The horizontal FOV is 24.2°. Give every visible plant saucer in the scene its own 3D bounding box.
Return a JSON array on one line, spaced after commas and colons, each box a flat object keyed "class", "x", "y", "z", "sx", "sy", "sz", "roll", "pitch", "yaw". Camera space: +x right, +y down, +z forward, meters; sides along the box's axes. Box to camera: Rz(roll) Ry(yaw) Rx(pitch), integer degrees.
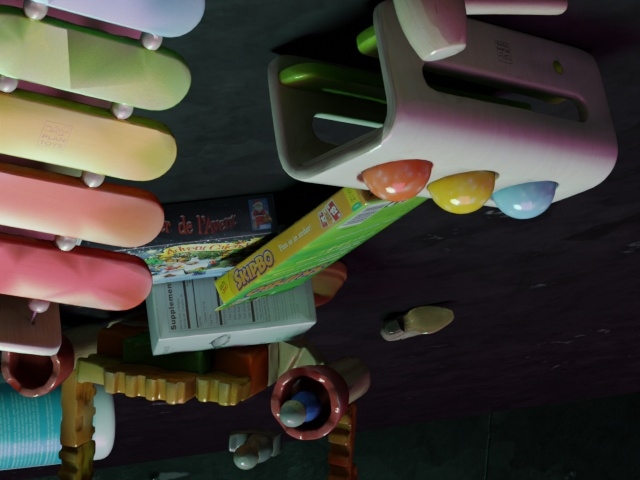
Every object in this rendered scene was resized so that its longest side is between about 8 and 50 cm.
[{"class": "plant saucer", "x": -0.063, "y": 0.064, "z": 1.864, "sx": 0.200, "sy": 0.037, "sz": 0.200, "roll": -8, "pitch": 165, "yaw": -2}]

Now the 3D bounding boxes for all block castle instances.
[{"class": "block castle", "x": -0.172, "y": 0.261, "z": 1.816, "sx": 0.453, "sy": 0.303, "sz": 0.213, "roll": 6, "pitch": -171, "yaw": 22}]

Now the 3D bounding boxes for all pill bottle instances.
[{"class": "pill bottle", "x": -0.440, "y": 0.258, "z": 2.172, "sx": 0.264, "sy": 0.146, "sz": 0.146, "roll": -3, "pitch": 165, "yaw": -22}]

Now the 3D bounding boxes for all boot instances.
[{"class": "boot", "x": 0.146, "y": 0.123, "z": 2.233, "sx": 0.118, "sy": 0.042, "sz": 0.087, "roll": -10, "pitch": 172, "yaw": 11}]

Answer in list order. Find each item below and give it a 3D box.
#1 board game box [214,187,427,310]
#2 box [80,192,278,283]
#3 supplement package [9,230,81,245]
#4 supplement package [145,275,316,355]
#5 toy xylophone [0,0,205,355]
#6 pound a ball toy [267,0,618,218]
[{"class": "board game box", "x": 0.000, "y": 0.000, "z": 1.530, "sx": 0.124, "sy": 0.039, "sz": 0.259, "roll": -13, "pitch": 161, "yaw": -47}, {"class": "box", "x": -0.168, "y": 0.006, "z": 1.559, "sx": 0.233, "sy": 0.044, "sz": 0.159, "roll": -7, "pitch": 166, "yaw": -9}, {"class": "supplement package", "x": -0.297, "y": -0.033, "z": 1.127, "sx": 0.204, "sy": 0.145, "sz": 0.262, "roll": -4, "pitch": 165, "yaw": -18}, {"class": "supplement package", "x": -0.105, "y": 0.063, "z": 1.697, "sx": 0.179, "sy": 0.105, "sz": 0.105, "roll": -6, "pitch": 168, "yaw": -11}, {"class": "toy xylophone", "x": -0.195, "y": -0.075, "z": 0.898, "sx": 0.236, "sy": 0.081, "sz": 0.322, "roll": 4, "pitch": 125, "yaw": -25}, {"class": "pound a ball toy", "x": 0.115, "y": -0.099, "z": 1.136, "sx": 0.208, "sy": 0.135, "sz": 0.319, "roll": -21, "pitch": 162, "yaw": 41}]
